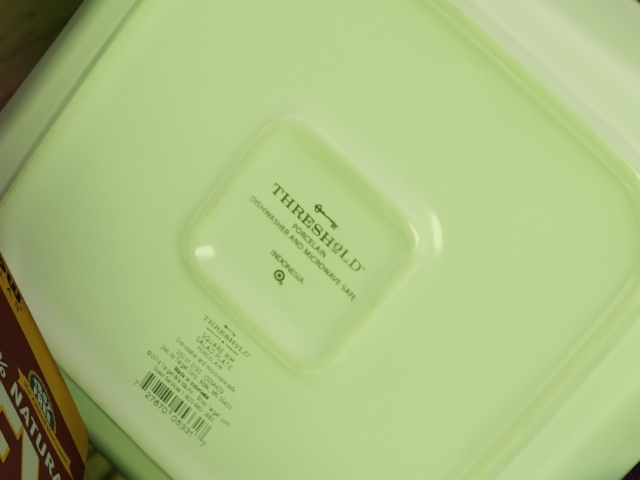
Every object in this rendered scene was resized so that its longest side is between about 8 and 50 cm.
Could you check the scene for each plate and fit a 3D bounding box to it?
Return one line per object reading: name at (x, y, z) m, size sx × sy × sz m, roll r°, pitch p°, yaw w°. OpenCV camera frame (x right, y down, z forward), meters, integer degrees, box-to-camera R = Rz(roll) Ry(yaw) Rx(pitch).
plate at (0.000, 0.000, 0.632) m, size 0.277 × 0.278 × 0.045 m, roll 43°, pitch 20°, yaw 10°

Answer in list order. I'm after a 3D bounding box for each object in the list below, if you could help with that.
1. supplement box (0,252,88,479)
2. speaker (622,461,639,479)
supplement box at (-0.166, 0.066, 0.365) m, size 0.191 × 0.194 × 0.129 m, roll -99°, pitch 168°, yaw -67°
speaker at (0.123, 0.093, 0.780) m, size 0.055 × 0.055 × 0.136 m, roll 33°, pitch 42°, yaw 0°
